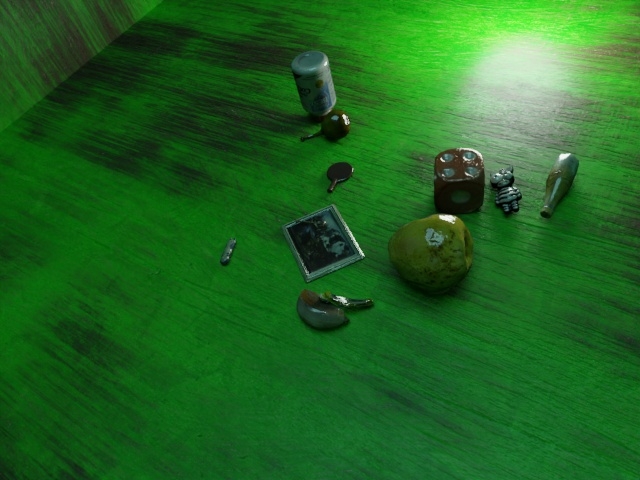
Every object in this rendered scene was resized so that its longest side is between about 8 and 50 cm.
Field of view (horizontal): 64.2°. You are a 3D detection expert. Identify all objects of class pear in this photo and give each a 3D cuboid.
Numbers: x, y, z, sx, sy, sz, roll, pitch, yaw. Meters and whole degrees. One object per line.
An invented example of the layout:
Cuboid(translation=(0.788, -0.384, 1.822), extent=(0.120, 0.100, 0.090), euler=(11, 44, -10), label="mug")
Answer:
Cuboid(translation=(0.348, 0.031, 1.619), extent=(0.272, 0.271, 0.271), euler=(-7, 52, 9), label="pear")

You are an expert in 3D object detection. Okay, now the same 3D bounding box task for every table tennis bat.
Cuboid(translation=(0.059, -0.288, 2.017), extent=(0.108, 0.119, 0.169), euler=(12, 55, 22), label="table tennis bat")

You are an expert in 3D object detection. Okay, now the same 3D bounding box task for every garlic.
Cuboid(translation=(-0.009, 0.231, 1.659), extent=(0.196, 0.086, 0.101), euler=(23, 47, 30), label="garlic")

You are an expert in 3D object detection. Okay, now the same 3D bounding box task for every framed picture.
Cuboid(translation=(0.000, 0.000, 1.873), extent=(0.233, 0.019, 0.296), euler=(-24, 52, -5), label="framed picture")

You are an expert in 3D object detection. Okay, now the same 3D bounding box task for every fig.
Cuboid(translation=(0.020, -0.472, 2.195), extent=(0.237, 0.124, 0.124), euler=(-21, 47, 29), label="fig")

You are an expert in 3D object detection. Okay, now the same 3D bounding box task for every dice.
Cuboid(translation=(0.490, -0.215, 1.819), extent=(0.174, 0.174, 0.179), euler=(-3, 54, 13), label="dice")

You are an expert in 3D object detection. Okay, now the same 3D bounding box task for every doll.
Cuboid(translation=(0.661, -0.185, 1.824), extent=(0.091, 0.067, 0.219), euler=(-19, 46, 24), label="doll")
Cuboid(translation=(-0.348, 0.038, 1.923), extent=(0.037, 0.027, 0.125), euler=(-3, 52, 21), label="doll")

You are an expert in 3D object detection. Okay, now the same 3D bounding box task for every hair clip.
Cuboid(translation=(0.082, 0.195, 1.663), extent=(0.189, 0.033, 0.060), euler=(9, 17, -11), label="hair clip")

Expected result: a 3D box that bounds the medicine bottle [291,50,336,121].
Cuboid(translation=(-0.020, -0.656, 2.207), extent=(0.157, 0.288, 0.156), euler=(-7, 51, 9), label="medicine bottle")

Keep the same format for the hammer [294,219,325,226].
Cuboid(translation=(-0.039, -0.069, 1.913), extent=(0.123, 0.014, 0.029), euler=(6, 47, 18), label="hammer")

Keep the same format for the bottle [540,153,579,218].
Cuboid(translation=(0.824, -0.188, 1.778), extent=(0.083, 0.083, 0.269), euler=(21, 65, 27), label="bottle")
